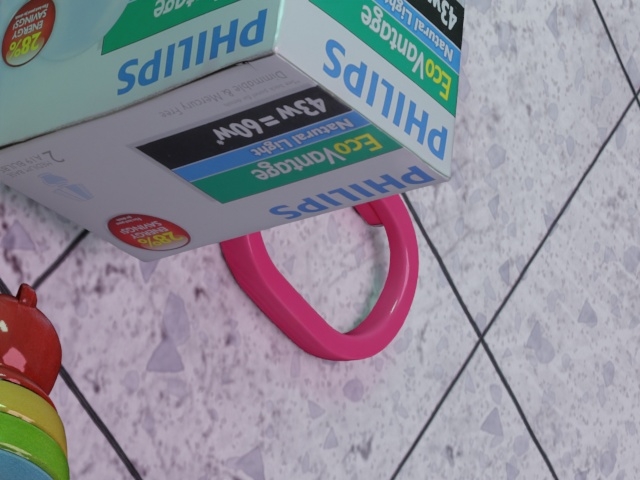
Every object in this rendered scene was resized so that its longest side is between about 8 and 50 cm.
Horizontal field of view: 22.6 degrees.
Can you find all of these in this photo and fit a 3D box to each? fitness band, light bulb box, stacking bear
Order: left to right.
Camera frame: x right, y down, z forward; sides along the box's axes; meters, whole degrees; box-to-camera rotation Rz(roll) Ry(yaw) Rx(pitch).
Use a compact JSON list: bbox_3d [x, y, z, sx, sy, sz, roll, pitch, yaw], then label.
[{"bbox_3d":[-0.277,0.166,1.273,0.164,0.175,0.289,14,48,-12],"label":"stacking bear"},{"bbox_3d":[-0.077,-0.214,1.353,0.225,0.358,0.361,32,55,-42],"label":"light bulb box"},{"bbox_3d":[0.000,0.000,1.699,0.291,0.054,0.209,48,58,-35],"label":"fitness band"}]
